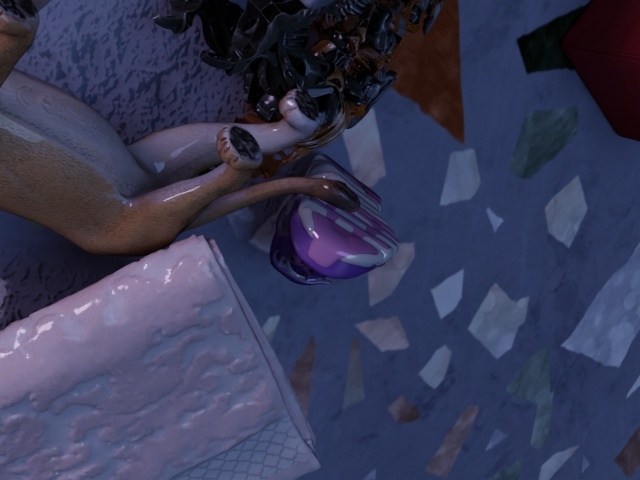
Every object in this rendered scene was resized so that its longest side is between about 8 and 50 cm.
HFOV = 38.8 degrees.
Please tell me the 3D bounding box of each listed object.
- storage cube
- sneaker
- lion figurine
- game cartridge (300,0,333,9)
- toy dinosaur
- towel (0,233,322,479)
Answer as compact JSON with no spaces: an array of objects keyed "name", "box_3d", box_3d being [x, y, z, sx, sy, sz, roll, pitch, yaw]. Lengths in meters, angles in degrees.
[{"name":"storage cube","box_3d":[0.424,-0.219,1.015,0.215,0.193,0.183,40,82,-39]},{"name":"sneaker","box_3d":[0.000,0.000,0.792,0.095,0.236,0.104,39,101,-8]},{"name":"lion figurine","box_3d":[-0.182,-0.062,0.609,0.240,0.142,0.392,-34,129,31]},{"name":"game cartridge","box_3d":[0.016,-0.298,0.670,0.297,0.198,0.062,-41,170,-37]},{"name":"toy dinosaur","box_3d":[-0.017,-0.143,0.758,0.321,0.164,0.218,-64,147,-19]},{"name":"towel","box_3d":[-0.180,0.171,0.725,0.332,0.053,0.317,-27,136,-5]}]
